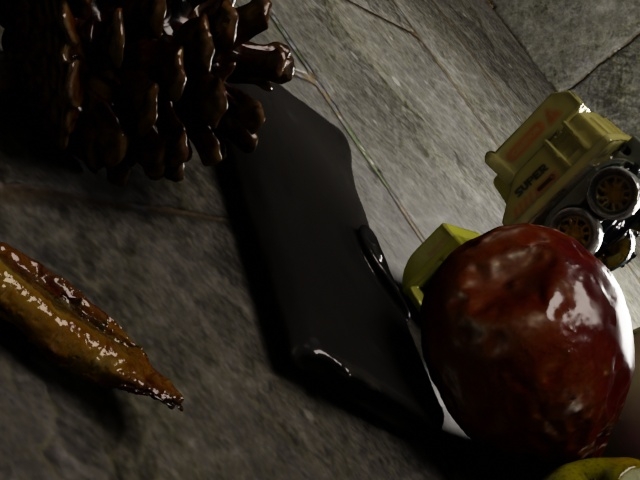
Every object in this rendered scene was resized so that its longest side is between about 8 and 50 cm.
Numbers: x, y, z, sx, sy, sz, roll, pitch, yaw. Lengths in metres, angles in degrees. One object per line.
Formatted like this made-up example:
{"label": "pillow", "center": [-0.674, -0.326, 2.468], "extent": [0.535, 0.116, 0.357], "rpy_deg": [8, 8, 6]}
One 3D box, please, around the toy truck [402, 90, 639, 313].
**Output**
{"label": "toy truck", "center": [0.199, -0.011, 1.184], "extent": [0.157, 0.272, 0.124], "rpy_deg": [52, 20, 26]}

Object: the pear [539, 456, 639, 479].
{"label": "pear", "center": [0.217, 0.236, 0.992], "extent": [0.141, 0.141, 0.104], "rpy_deg": [36, -19, -35]}

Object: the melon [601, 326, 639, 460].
{"label": "melon", "center": [0.370, 0.222, 1.205], "extent": [0.317, 0.223, 0.223], "rpy_deg": [52, 20, 1]}

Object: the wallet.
{"label": "wallet", "center": [0.000, 0.000, 1.051], "extent": [0.197, 0.051, 0.377], "rpy_deg": [35, 26, -40]}

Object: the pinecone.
{"label": "pinecone", "center": [-0.119, -0.129, 0.850], "extent": [0.212, 0.168, 0.185], "rpy_deg": [5, 62, -46]}

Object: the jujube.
{"label": "jujube", "center": [0.176, 0.105, 1.036], "extent": [0.190, 0.190, 0.255], "rpy_deg": [-109, -176, -45]}

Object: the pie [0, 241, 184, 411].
{"label": "pie", "center": [-0.157, 0.032, 0.677], "extent": [0.191, 0.033, 0.088], "rpy_deg": [40, 7, -24]}
